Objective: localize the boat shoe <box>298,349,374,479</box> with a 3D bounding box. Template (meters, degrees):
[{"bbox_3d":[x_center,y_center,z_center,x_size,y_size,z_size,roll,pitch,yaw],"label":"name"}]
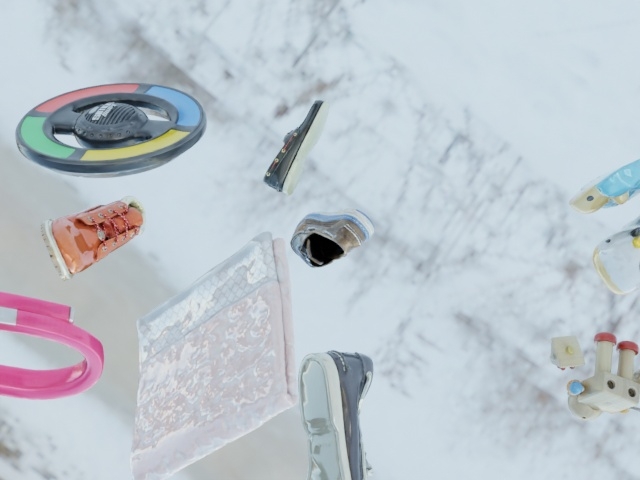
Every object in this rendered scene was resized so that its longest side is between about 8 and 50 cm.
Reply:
[{"bbox_3d":[0.027,0.198,1.318,0.075,0.065,0.206,-4,91,57],"label":"boat shoe"}]

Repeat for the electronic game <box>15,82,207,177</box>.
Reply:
[{"bbox_3d":[-0.250,-0.137,1.801,0.229,0.229,0.048,19,127,33],"label":"electronic game"}]

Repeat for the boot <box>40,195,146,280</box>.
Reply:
[{"bbox_3d":[-0.216,-0.009,1.445,0.158,0.084,0.059,-67,-44,-76],"label":"boot"}]

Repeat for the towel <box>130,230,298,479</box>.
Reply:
[{"bbox_3d":[-0.171,0.183,2.308,0.331,0.317,0.053,-33,134,32],"label":"towel"}]

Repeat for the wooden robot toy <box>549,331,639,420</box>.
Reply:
[{"bbox_3d":[0.268,0.139,1.413,0.173,0.076,0.079,23,146,-19],"label":"wooden robot toy"}]

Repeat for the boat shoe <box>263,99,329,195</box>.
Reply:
[{"bbox_3d":[-0.030,-0.124,1.912,0.042,0.133,0.049,25,174,17],"label":"boat shoe"}]

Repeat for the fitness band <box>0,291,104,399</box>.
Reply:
[{"bbox_3d":[-0.452,0.150,2.135,0.290,0.054,0.209,13,143,-18],"label":"fitness band"}]

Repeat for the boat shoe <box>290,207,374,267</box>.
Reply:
[{"bbox_3d":[0.000,0.000,2.074,0.066,0.066,0.183,49,152,-10],"label":"boat shoe"}]

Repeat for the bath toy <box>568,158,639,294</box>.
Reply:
[{"bbox_3d":[0.430,0.066,1.738,0.348,0.151,0.129,56,167,0],"label":"bath toy"}]
